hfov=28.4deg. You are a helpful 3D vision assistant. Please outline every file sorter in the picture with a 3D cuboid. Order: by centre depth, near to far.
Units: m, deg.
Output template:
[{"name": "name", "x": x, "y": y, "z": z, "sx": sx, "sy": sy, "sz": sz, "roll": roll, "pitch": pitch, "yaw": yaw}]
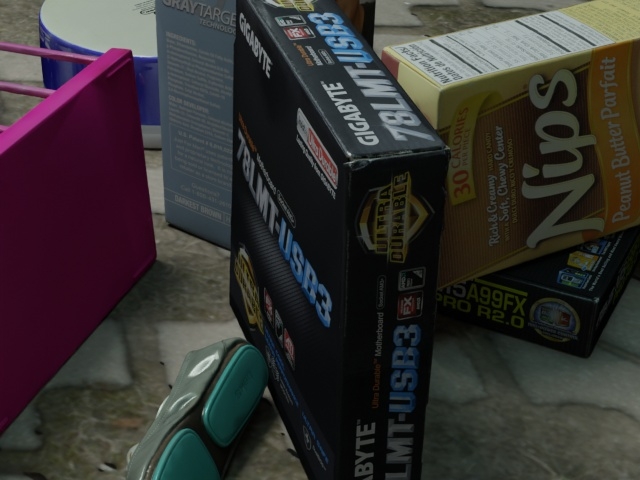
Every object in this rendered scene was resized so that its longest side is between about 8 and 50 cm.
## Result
[{"name": "file sorter", "x": -0.282, "y": -0.012, "z": 0.993, "sx": 0.182, "sy": 0.202, "sz": 0.291, "roll": 10, "pitch": 33, "yaw": 18}]

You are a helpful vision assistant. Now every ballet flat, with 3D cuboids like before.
[{"name": "ballet flat", "x": -0.098, "y": 0.146, "z": 0.888, "sx": 0.068, "sy": 0.072, "sz": 0.213, "roll": -15, "pitch": 24, "yaw": 27}]

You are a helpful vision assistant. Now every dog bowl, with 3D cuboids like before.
[{"name": "dog bowl", "x": -0.172, "y": -0.207, "z": 1.386, "sx": 0.264, "sy": 0.104, "sz": 0.265, "roll": 1, "pitch": 33, "yaw": 0}]

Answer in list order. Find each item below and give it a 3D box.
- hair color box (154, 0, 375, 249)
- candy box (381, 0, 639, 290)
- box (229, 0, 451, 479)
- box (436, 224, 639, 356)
[{"name": "hair color box", "x": -0.044, "y": -0.194, "z": 1.119, "sx": 0.113, "sy": 0.375, "sz": 0.185, "roll": 21, "pitch": 38, "yaw": 28}, {"name": "candy box", "x": 0.199, "y": -0.090, "z": 1.034, "sx": 0.316, "sy": 0.183, "sz": 0.087, "roll": -17, "pitch": 36, "yaw": -25}, {"name": "box", "x": 0.000, "y": 0.000, "z": 0.894, "sx": 0.073, "sy": 0.293, "sz": 0.295, "roll": -9, "pitch": 34, "yaw": -15}, {"name": "box", "x": 0.181, "y": -0.018, "z": 1.146, "sx": 0.216, "sy": 0.060, "sz": 0.270, "roll": 17, "pitch": 36, "yaw": 22}]
